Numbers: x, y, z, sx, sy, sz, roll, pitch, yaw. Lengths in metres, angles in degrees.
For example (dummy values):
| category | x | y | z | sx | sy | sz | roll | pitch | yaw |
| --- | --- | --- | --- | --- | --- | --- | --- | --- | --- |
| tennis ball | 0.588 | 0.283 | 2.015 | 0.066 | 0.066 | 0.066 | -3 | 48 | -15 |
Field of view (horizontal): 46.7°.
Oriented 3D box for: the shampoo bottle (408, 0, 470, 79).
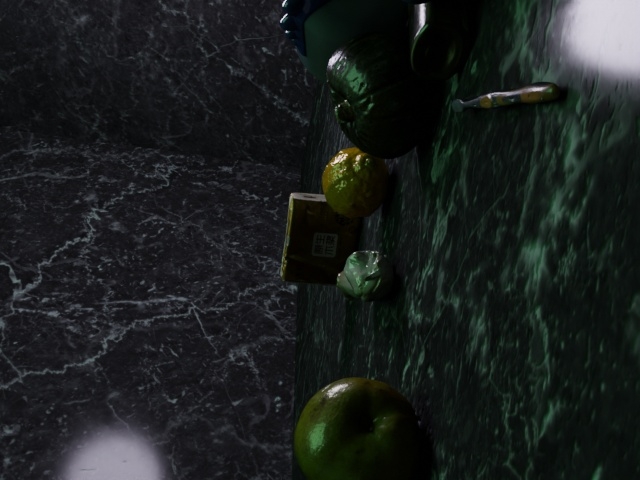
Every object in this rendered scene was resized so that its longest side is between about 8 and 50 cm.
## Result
| category | x | y | z | sx | sy | sz | roll | pitch | yaw |
| --- | --- | --- | --- | --- | --- | --- | --- | --- | --- |
| shampoo bottle | 0.180 | -0.409 | 1.178 | 0.125 | 0.084 | 0.350 | 102 | 173 | -54 |

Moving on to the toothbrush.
| category | x | y | z | sx | sy | sz | roll | pitch | yaw |
| --- | --- | --- | --- | --- | --- | --- | --- | --- | --- |
| toothbrush | 0.211 | -0.167 | 0.879 | 0.321 | 0.031 | 0.023 | -120 | 9 | -80 |

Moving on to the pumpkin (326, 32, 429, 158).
| category | x | y | z | sx | sy | sz | roll | pitch | yaw |
| --- | --- | --- | --- | --- | --- | --- | --- | --- | --- |
| pumpkin | 0.096 | -0.246 | 1.275 | 0.223 | 0.157 | 0.223 | 61 | 169 | 20 |

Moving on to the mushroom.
| category | x | y | z | sx | sy | sz | roll | pitch | yaw |
| --- | --- | --- | --- | --- | --- | --- | --- | --- | --- |
| mushroom | 0.086 | 0.078 | 1.443 | 0.278 | 0.096 | 0.099 | 112 | 166 | -81 |

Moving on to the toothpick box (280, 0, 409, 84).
| category | x | y | z | sx | sy | sz | roll | pitch | yaw |
| --- | --- | --- | --- | --- | --- | --- | --- | --- | --- |
| toothpick box | 0.047 | -0.443 | 1.405 | 0.354 | 0.263 | 0.262 | 80 | -163 | -84 |

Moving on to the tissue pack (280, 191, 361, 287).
| category | x | y | z | sx | sy | sz | roll | pitch | yaw |
| --- | --- | --- | --- | --- | --- | --- | --- | --- | --- |
| tissue pack | 0.000 | 0.000 | 1.863 | 0.092 | 0.184 | 0.226 | -121 | 37 | -72 |

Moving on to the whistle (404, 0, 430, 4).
| category | x | y | z | sx | sy | sz | roll | pitch | yaw |
| --- | --- | --- | --- | --- | --- | --- | --- | --- | --- |
| whistle | 0.129 | -0.383 | 1.047 | 0.158 | 0.090 | 0.090 | -123 | 36 | -49 |

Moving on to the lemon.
| category | x | y | z | sx | sy | sz | roll | pitch | yaw |
| --- | --- | --- | --- | --- | --- | --- | --- | --- | --- |
| lemon | 0.075 | -0.122 | 1.538 | 0.187 | 0.142 | 0.142 | 122 | 155 | -63 |

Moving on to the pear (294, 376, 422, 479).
| category | x | y | z | sx | sy | sz | roll | pitch | yaw |
| --- | --- | --- | --- | --- | --- | --- | --- | --- | --- |
| pear | 0.056 | 0.297 | 1.091 | 0.200 | 0.200 | 0.199 | -173 | 90 | -84 |
